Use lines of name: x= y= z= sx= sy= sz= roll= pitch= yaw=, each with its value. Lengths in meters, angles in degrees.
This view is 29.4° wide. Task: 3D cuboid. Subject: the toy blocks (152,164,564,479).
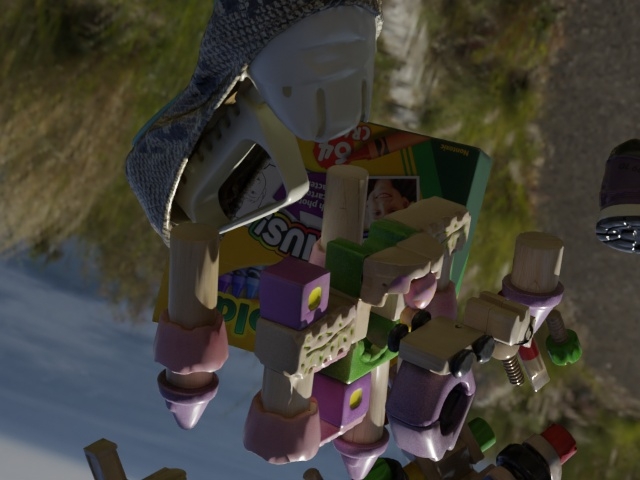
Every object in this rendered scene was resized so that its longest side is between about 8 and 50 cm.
toy blocks: x=0.044 y=0.118 z=1.072 sx=0.308 sy=0.260 sz=0.288 roll=21 pitch=-153 yaw=33

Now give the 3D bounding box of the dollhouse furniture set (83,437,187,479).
dollhouse furniture set: x=-0.174 y=0.315 z=1.422 sx=0.101 sy=0.182 sz=0.161 roll=-25 pitch=-164 yaw=-30

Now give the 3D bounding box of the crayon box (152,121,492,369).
crayon box: x=0.000 y=0.000 z=1.542 sx=0.362 sy=0.313 sz=0.106 roll=15 pitch=-179 yaw=18

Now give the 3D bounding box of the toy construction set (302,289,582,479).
toy construction set: x=0.189 y=0.238 z=1.287 sx=0.257 sy=0.309 sz=0.237 roll=1 pitch=130 yaw=39

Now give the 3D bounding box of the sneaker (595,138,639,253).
sneaker: x=0.431 y=-0.052 z=1.246 sx=0.283 sy=0.124 sz=0.107 roll=7 pitch=157 yaw=14

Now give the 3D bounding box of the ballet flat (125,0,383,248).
ballet flat: x=-0.047 y=-0.128 z=1.137 sx=0.164 sy=0.182 sz=0.483 roll=-10 pitch=157 yaw=-34
